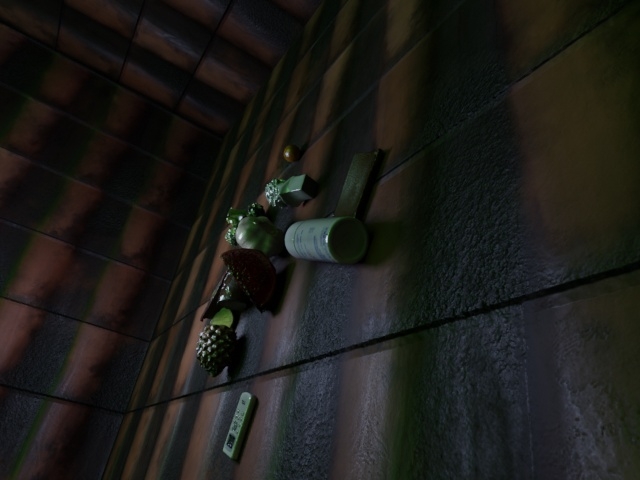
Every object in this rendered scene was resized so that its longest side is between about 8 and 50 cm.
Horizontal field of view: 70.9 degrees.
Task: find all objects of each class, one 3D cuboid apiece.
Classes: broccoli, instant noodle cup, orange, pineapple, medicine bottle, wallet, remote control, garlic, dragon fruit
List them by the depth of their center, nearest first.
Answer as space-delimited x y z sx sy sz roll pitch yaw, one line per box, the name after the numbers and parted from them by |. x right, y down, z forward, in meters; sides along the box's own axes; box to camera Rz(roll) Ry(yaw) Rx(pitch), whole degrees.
0.000 0.000 1.318 0.341 0.130 0.130 -1 66 63 | medicine bottle
0.111 -0.159 1.364 0.133 0.039 0.243 2 68 57 | wallet
-0.251 0.571 1.398 0.087 0.029 0.190 -13 55 60 | remote control
-0.234 0.137 1.616 0.189 0.163 0.261 -42 71 18 | dragon fruit
-0.387 0.414 1.678 0.166 0.166 0.193 -35 44 48 | pineapple
-0.261 0.025 1.734 0.226 0.199 0.199 -50 28 25 | garlic
-0.419 0.242 1.945 0.274 0.091 0.274 -59 10 17 | instant noodle cup
-0.335 -0.076 2.015 0.198 0.176 0.226 144 127 -60 | broccoli
-0.129 -0.391 2.017 0.085 0.085 0.085 -45 31 37 | orange

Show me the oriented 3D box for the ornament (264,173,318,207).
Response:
-0.127 -0.191 1.757 0.285 0.130 0.120 -1 61 63 | ornament

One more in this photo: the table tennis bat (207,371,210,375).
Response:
-0.460 0.485 1.883 0.301 0.022 0.173 -35 48 54 | table tennis bat

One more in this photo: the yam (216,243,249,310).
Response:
-0.323 0.148 1.837 0.131 0.131 0.279 -31 38 51 | yam

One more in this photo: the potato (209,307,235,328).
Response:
-0.387 0.332 1.856 0.103 0.096 0.066 -55 -17 -3 | potato
